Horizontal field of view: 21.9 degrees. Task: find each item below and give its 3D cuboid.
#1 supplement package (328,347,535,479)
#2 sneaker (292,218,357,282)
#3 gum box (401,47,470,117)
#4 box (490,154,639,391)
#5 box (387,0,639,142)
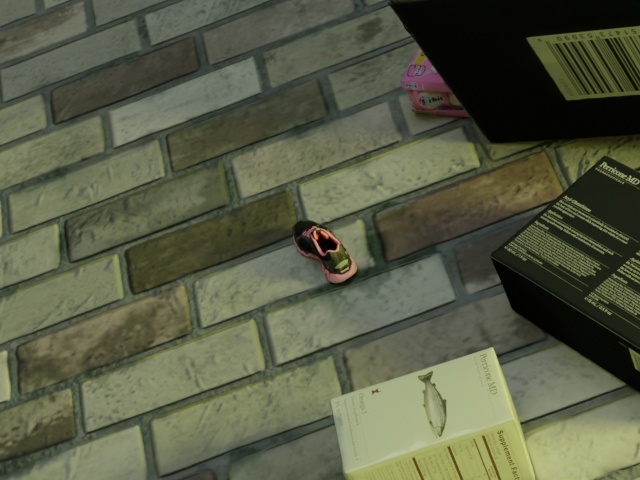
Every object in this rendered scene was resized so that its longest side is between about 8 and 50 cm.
[{"bbox_3d":[0.113,0.202,1.683,0.179,0.105,0.105,-19,42,6],"label":"supplement package"},{"bbox_3d":[0.000,0.000,1.977,0.047,0.057,0.119,-37,42,-11],"label":"sneaker"},{"bbox_3d":[0.189,-0.237,2.126,0.107,0.062,0.188,6,50,30],"label":"gum box"},{"bbox_3d":[0.339,0.043,1.744,0.184,0.103,0.261,-41,44,-14],"label":"box"},{"bbox_3d":[0.402,-0.389,1.924,0.479,0.297,0.472,-1,56,36],"label":"box"}]
